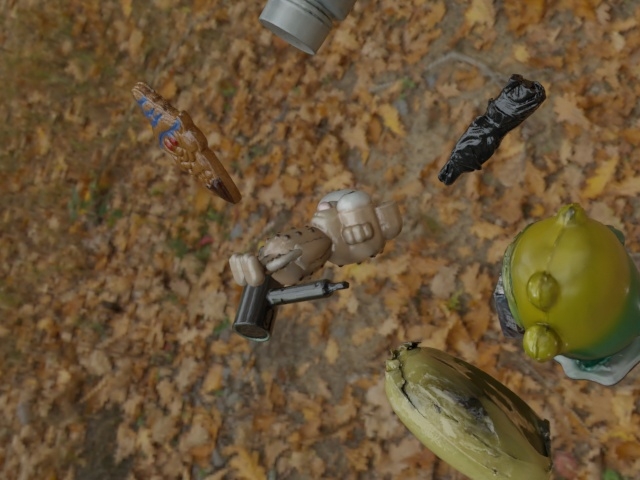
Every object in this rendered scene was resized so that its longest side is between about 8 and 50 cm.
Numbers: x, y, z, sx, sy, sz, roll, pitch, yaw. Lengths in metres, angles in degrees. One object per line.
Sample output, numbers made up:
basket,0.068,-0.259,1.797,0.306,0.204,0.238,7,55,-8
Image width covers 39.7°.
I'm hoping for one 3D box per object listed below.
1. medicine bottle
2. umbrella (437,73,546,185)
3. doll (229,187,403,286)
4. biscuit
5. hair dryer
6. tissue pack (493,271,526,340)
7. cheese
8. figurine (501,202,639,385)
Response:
medicine bottle,0.001,-0.252,0.856,0.130,0.080,0.080,-58,34,2
umbrella,0.258,-0.163,1.380,0.235,0.066,0.059,-53,1,43
doll,-0.002,0.000,1.354,0.154,0.278,0.119,-7,103,55
biscuit,-0.243,-0.169,1.580,0.043,0.280,0.183,-39,1,-19
hair dryer,-0.041,0.077,1.640,0.248,0.078,0.195,-10,54,37
tissue pack,0.484,0.152,1.819,0.235,0.173,0.073,9,56,25
cheese,0.237,0.284,1.466,0.128,0.316,0.259,-52,3,11
figurine,0.448,0.094,1.530,0.231,0.340,0.323,11,67,37
